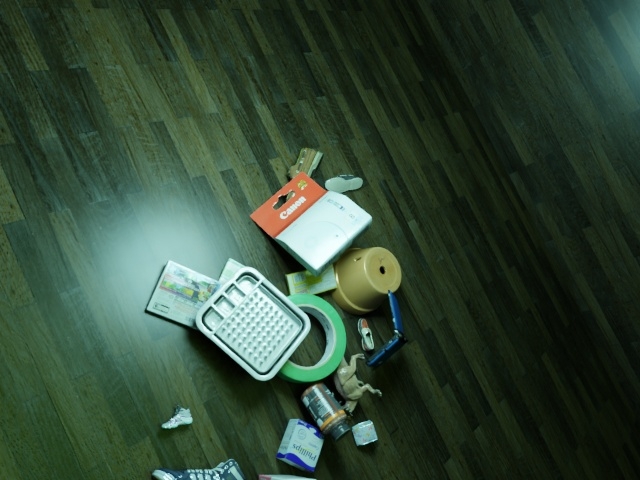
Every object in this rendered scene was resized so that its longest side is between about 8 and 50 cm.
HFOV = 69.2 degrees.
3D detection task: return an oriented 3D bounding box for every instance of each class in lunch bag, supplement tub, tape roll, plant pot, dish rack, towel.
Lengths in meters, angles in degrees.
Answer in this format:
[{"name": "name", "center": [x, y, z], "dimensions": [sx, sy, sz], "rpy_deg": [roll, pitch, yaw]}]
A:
[{"name": "lunch bag", "center": [0.167, 0.739, 1.782], "dimensions": [0.083, 0.053, 0.071], "rpy_deg": [-16, 80, -13]}, {"name": "supplement tub", "center": [0.021, 0.611, 1.653], "dimensions": [0.106, 0.106, 0.198], "rpy_deg": [-14, 51, -38]}, {"name": "tape roll", "center": [-0.065, 0.362, 1.725], "dimensions": [0.321, 0.077, 0.321], "rpy_deg": [9, 66, -20]}, {"name": "plant pot", "center": [0.201, 0.153, 1.956], "dimensions": [0.290, 0.203, 0.291], "rpy_deg": [13, 65, -30]}, {"name": "dish rack", "center": [-0.231, 0.287, 1.603], "dimensions": [0.333, 0.072, 0.285], "rpy_deg": [41, 60, 1]}, {"name": "towel", "center": [-0.320, 0.155, 1.709], "dimensions": [0.113, 0.023, 0.152], "rpy_deg": [30, 58, -19]}]

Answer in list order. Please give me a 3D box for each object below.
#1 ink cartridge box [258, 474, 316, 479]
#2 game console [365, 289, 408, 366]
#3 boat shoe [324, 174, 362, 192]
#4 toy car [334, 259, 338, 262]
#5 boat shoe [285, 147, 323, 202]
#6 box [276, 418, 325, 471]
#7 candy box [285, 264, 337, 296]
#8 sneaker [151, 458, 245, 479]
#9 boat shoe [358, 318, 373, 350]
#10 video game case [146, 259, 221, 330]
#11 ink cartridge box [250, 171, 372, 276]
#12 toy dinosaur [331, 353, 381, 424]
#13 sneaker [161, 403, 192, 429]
[{"name": "ink cartridge box", "center": [-0.115, 0.883, 1.425], "dimensions": [0.117, 0.207, 0.283], "rpy_deg": [16, 63, -27]}, {"name": "game console", "center": [0.251, 0.359, 1.850], "dimensions": [0.250, 0.293, 0.173], "rpy_deg": [-42, 69, 1]}, {"name": "boat shoe", "center": [0.098, -0.270, 2.167], "dimensions": [0.206, 0.075, 0.065], "rpy_deg": [-8, 33, -32]}, {"name": "toy car", "center": [0.000, 0.000, 1.924], "dimensions": [0.149, 0.155, 0.188], "rpy_deg": [10, 53, -32]}, {"name": "boat shoe", "center": [-0.092, -0.270, 2.003], "dimensions": [0.104, 0.111, 0.307], "rpy_deg": [23, 61, 5]}, {"name": "box", "center": [-0.066, 0.714, 1.617], "dimensions": [0.126, 0.072, 0.137], "rpy_deg": [35, 55, -18]}, {"name": "candy box", "center": [-0.034, 0.163, 1.855], "dimensions": [0.205, 0.027, 0.105], "rpy_deg": [-13, 98, -25]}, {"name": "sneaker", "center": [-0.356, 0.712, 1.395], "dimensions": [0.282, 0.099, 0.153], "rpy_deg": [37, 47, -14]}, {"name": "boat shoe", "center": [0.194, 0.394, 1.953], "dimensions": [0.049, 0.043, 0.137], "rpy_deg": [3, 68, -32]}, {"name": "video game case", "center": [-0.461, 0.189, 1.580], "dimensions": [0.201, 0.023, 0.183], "rpy_deg": [28, 63, -22]}, {"name": "ink cartridge box", "center": [-0.042, -0.090, 1.807], "dimensions": [0.385, 0.091, 0.308], "rpy_deg": [41, 71, 18]}, {"name": "toy dinosaur", "center": [0.092, 0.550, 1.771], "dimensions": [0.200, 0.127, 0.296], "rpy_deg": [-14, 74, -31]}, {"name": "sneaker", "center": [-0.451, 0.544, 1.443], "dimensions": [0.098, 0.038, 0.069], "rpy_deg": [2, 68, -44]}]
